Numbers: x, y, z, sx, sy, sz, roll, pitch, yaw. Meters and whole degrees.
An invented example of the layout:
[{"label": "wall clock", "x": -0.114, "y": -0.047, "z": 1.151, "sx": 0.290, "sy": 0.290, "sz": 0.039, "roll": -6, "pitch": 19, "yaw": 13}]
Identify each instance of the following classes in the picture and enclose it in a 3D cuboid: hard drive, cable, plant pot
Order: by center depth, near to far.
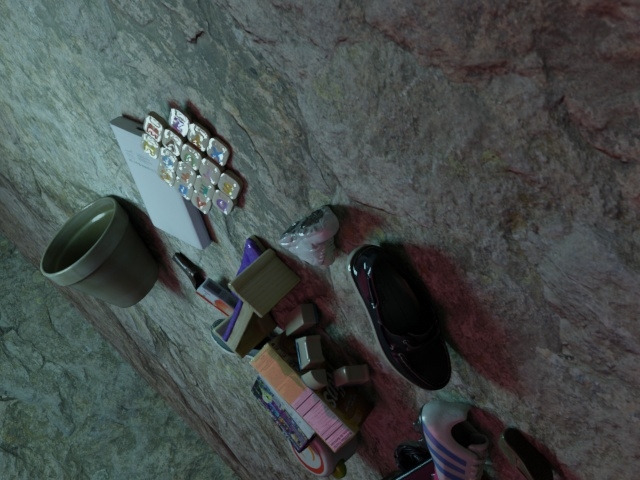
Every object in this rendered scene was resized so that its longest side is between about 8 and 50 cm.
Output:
[{"label": "cable", "x": 0.278, "y": 0.609, "z": 1.959, "sx": 0.184, "sy": 0.047, "sz": 0.150, "roll": 49, "pitch": 147, "yaw": 5}, {"label": "hard drive", "x": -0.428, "y": -0.152, "z": 2.002, "sx": 0.233, "sy": 0.047, "sz": 0.353, "roll": 24, "pitch": 143, "yaw": 37}, {"label": "plant pot", "x": -0.684, "y": 0.065, "z": 2.406, "sx": 0.323, "sy": 0.323, "sz": 0.280, "roll": 9, "pitch": 149, "yaw": 50}]

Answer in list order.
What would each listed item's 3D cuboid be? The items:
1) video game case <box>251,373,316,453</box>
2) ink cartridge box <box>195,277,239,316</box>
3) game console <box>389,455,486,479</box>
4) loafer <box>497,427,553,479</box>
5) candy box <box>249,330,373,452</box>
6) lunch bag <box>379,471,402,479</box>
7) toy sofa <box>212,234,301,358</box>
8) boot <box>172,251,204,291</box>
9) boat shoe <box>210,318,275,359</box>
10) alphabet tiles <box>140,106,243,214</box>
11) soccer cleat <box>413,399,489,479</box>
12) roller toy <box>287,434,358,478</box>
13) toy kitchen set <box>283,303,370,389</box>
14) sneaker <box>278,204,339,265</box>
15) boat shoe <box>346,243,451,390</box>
[{"label": "video game case", "x": -0.092, "y": 0.455, "z": 2.049, "sx": 0.232, "sy": 0.042, "sz": 0.210, "roll": 49, "pitch": 146, "yaw": 17}, {"label": "ink cartridge box", "x": -0.310, "y": 0.187, "z": 2.224, "sx": 0.145, "sy": 0.045, "sz": 0.179, "roll": 37, "pitch": 150, "yaw": -7}, {"label": "game console", "x": 0.295, "y": 0.725, "z": 1.862, "sx": 0.386, "sy": 0.060, "sz": 0.342, "roll": -41, "pitch": 86, "yaw": 27}, {"label": "loafer", "x": 0.426, "y": 0.456, "z": 1.548, "sx": 0.148, "sy": 0.056, "sz": 0.050, "roll": 55, "pitch": 154, "yaw": 10}, {"label": "candy box", "x": -0.019, "y": 0.378, "z": 1.933, "sx": 0.316, "sy": 0.183, "sz": 0.087, "roll": 44, "pitch": 110, "yaw": 7}, {"label": "lunch bag", "x": 0.175, "y": 0.806, "z": 2.133, "sx": 0.169, "sy": 0.235, "sz": 0.287, "roll": 47, "pitch": 152, "yaw": -2}, {"label": "toy sofa", "x": -0.193, "y": 0.155, "z": 1.940, "sx": 0.177, "sy": 0.150, "sz": 0.362, "roll": 43, "pitch": 151, "yaw": 8}, {"label": "boot", "x": -0.412, "y": 0.095, "z": 2.298, "sx": 0.114, "sy": 0.037, "sz": 0.106, "roll": 37, "pitch": 151, "yaw": 27}, {"label": "boat shoe", "x": -0.196, "y": 0.286, "z": 2.156, "sx": 0.320, "sy": 0.116, "sz": 0.099, "roll": 23, "pitch": 136, "yaw": 32}, {"label": "alphabet tiles", "x": -0.311, "y": -0.183, "z": 1.774, "sx": 0.284, "sy": 0.021, "sz": 0.278, "roll": 38, "pitch": 145, "yaw": 3}, {"label": "soccer cleat", "x": 0.321, "y": 0.503, "z": 1.664, "sx": 0.143, "sy": 0.116, "sz": 0.331, "roll": -11, "pitch": 113, "yaw": 30}, {"label": "roller toy", "x": 0.009, "y": 0.576, "z": 2.181, "sx": 0.191, "sy": 0.146, "sz": 0.209, "roll": 7, "pitch": 121, "yaw": 49}, {"label": "toy kitchen set", "x": 0.017, "y": 0.272, "z": 1.883, "sx": 0.122, "sy": 0.166, "sz": 0.207, "roll": 138, "pitch": 127, "yaw": -58}, {"label": "sneaker", "x": 0.000, "y": 0.000, "z": 1.564, "sx": 0.115, "sy": 0.090, "sz": 0.232, "roll": 46, "pitch": 161, "yaw": -9}, {"label": "boat shoe", "x": 0.174, "y": 0.158, "z": 1.456, "sx": 0.340, "sy": 0.127, "sz": 0.113, "roll": 64, "pitch": 161, "yaw": -9}]
